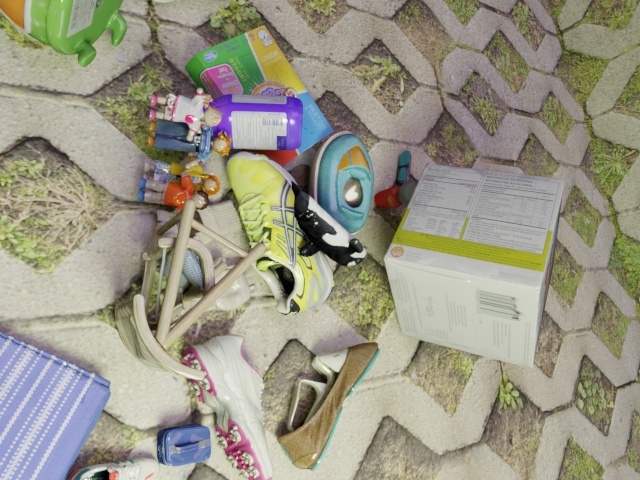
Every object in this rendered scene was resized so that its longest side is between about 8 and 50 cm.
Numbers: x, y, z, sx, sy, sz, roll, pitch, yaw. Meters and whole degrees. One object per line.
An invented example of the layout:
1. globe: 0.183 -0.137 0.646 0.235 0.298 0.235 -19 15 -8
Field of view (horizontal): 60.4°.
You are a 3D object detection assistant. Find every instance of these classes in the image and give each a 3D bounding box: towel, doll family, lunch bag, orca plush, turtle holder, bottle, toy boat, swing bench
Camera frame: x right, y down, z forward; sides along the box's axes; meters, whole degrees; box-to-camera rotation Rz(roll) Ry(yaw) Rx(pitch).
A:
1. towel: -0.530 0.267 0.859 0.336 0.040 0.243 34 59 -20
2. doll family: -0.270 -0.176 1.125 0.163 0.118 0.263 9 98 -13
3. lunch bag: -0.253 0.377 1.015 0.098 0.065 0.067 3 73 -38
4. orca plush: 0.000 0.000 1.140 0.102 0.151 0.287 -50 154 -2
5. turtle holder: -0.474 -0.514 1.034 0.227 0.243 0.320 27 68 -8
6. bottle: -0.180 -0.257 1.194 0.282 0.118 0.092 1 47 -4
7. toy boat: 0.116 -0.138 1.404 0.318 0.148 0.268 9 80 -39
8. swing bench: -0.253 0.096 0.964 0.165 0.253 0.255 33 67 -19

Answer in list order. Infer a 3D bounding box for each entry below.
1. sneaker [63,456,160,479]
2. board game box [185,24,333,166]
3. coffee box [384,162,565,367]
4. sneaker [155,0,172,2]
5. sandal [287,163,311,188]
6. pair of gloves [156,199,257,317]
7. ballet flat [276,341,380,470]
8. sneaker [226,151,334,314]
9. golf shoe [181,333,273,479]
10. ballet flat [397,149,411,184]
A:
1. sneaker: -0.343 0.403 0.930 0.161 0.075 0.057 8 71 -35
2. board game box: -0.139 -0.341 1.344 0.242 0.064 0.317 -42 102 -38
3. coffee box: 0.390 0.054 1.366 0.334 0.338 0.338 -62 150 -33
4. sneaker: -0.296 -0.635 1.266 0.305 0.152 0.114 -26 94 -39
5. sandal: -0.068 -0.137 1.340 0.072 0.049 0.180 54 51 -11
6. pair of gloves: -0.233 0.035 1.161 0.204 0.042 0.240 -11 83 -40
7. ballet flat: 0.013 0.333 1.224 0.124 0.116 0.342 36 58 0
8. sneaker: -0.099 -0.018 1.199 0.385 0.145 0.147 61 33 -3
9. golf shoe: -0.150 0.326 1.085 0.140 0.115 0.306 -27 93 -43
10. ballet flat: 0.249 -0.211 1.623 0.041 0.041 0.114 27 60 -28
